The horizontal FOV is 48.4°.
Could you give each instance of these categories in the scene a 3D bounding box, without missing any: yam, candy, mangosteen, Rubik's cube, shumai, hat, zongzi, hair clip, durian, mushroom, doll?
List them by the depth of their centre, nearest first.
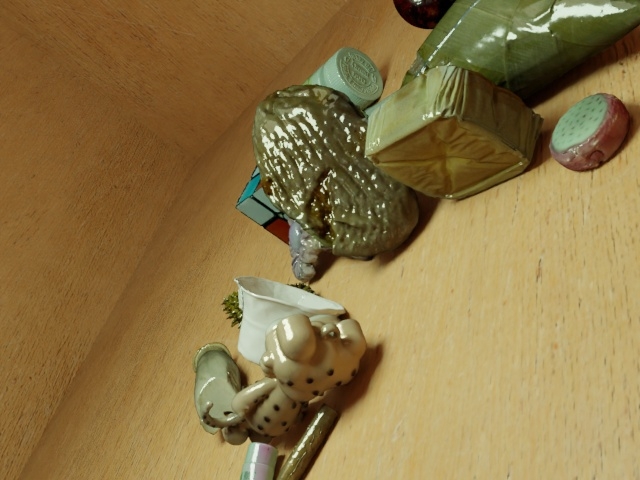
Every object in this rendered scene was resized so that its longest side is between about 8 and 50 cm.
[{"bbox_3d":[0.333,-0.134,0.883,0.103,0.043,0.103,-46,22,25],"label":"candy"},{"bbox_3d":[-0.023,0.296,0.994,0.145,0.032,0.032,-57,19,-13],"label":"yam"},{"bbox_3d":[-0.054,0.208,1.041,0.278,0.154,0.119,-46,44,25],"label":"doll"},{"bbox_3d":[0.272,-0.249,1.054,0.356,0.174,0.393,-51,24,20],"label":"zongzi"},{"bbox_3d":[-0.065,0.144,1.187,0.203,0.203,0.126,-153,77,-71],"label":"hat"},{"bbox_3d":[0.039,-0.122,1.266,0.217,0.346,0.283,-50,-10,10],"label":"shumai"},{"bbox_3d":[-0.006,0.000,1.346,0.300,0.069,0.172,6,98,62],"label":"hair clip"},{"bbox_3d":[-0.198,0.269,1.368,0.096,0.108,0.247,-14,20,-9],"label":"mushroom"},{"bbox_3d":[-0.103,0.135,1.372,0.139,0.144,0.252,-41,1,-40],"label":"durian"},{"bbox_3d":[-0.060,-0.122,1.605,0.180,0.167,0.183,-31,28,51],"label":"Rubik's cube"},{"bbox_3d":[0.262,-0.577,1.665,0.200,0.200,0.199,-46,20,22],"label":"mangosteen"}]

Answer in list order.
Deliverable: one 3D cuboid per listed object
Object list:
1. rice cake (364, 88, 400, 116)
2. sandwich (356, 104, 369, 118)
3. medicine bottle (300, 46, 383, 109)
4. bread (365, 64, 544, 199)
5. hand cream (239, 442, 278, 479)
[{"bbox_3d":[0.148,-0.289,1.600,0.226,0.040,0.085,-25,34,55],"label":"rice cake"},{"bbox_3d":[0.045,-0.195,1.521,0.113,0.079,0.163,-103,31,-43],"label":"sandwich"},{"bbox_3d":[0.006,-0.356,1.876,0.318,0.158,0.158,-34,27,46],"label":"medicine bottle"},{"bbox_3d":[0.187,-0.154,1.029,0.210,0.192,0.109,-28,43,57],"label":"bread"},{"bbox_3d":[-0.103,0.384,1.026,0.076,0.047,0.174,-30,38,49],"label":"hand cream"}]
